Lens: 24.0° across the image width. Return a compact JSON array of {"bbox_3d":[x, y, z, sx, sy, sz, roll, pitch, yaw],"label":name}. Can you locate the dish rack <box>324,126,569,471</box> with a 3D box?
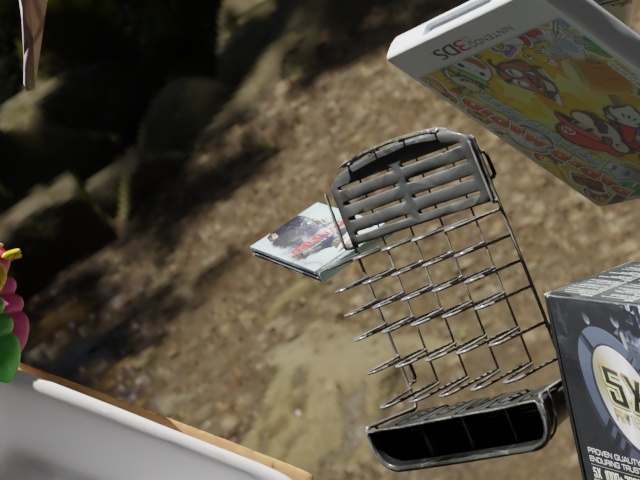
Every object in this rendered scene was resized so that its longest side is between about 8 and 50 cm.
[{"bbox_3d":[0.093,0.048,1.260,0.074,0.272,0.208,-23,2,-43],"label":"dish rack"}]

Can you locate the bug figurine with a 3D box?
[{"bbox_3d":[-0.260,-0.007,1.082,0.072,0.216,0.279,-17,6,-9],"label":"bug figurine"}]

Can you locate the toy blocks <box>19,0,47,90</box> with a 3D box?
[{"bbox_3d":[-0.039,-0.208,0.239,0.308,0.289,0.260,-6,29,-1],"label":"toy blocks"}]

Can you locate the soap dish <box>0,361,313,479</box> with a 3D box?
[{"bbox_3d":[-0.178,0.238,1.151,0.118,0.290,0.229,126,164,-66],"label":"soap dish"}]

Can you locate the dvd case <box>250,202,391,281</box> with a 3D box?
[{"bbox_3d":[0.000,0.000,1.400,0.087,0.013,0.119,-34,29,-23],"label":"dvd case"}]

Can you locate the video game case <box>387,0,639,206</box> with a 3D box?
[{"bbox_3d":[0.187,-0.103,1.106,0.206,0.227,0.026,-15,46,64],"label":"video game case"}]

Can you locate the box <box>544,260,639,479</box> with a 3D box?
[{"bbox_3d":[0.227,0.095,0.883,0.077,0.147,0.180,-18,11,-27],"label":"box"}]

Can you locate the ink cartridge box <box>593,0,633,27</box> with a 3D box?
[{"bbox_3d":[0.255,-0.321,1.613,0.168,0.233,0.171,4,65,8],"label":"ink cartridge box"}]
